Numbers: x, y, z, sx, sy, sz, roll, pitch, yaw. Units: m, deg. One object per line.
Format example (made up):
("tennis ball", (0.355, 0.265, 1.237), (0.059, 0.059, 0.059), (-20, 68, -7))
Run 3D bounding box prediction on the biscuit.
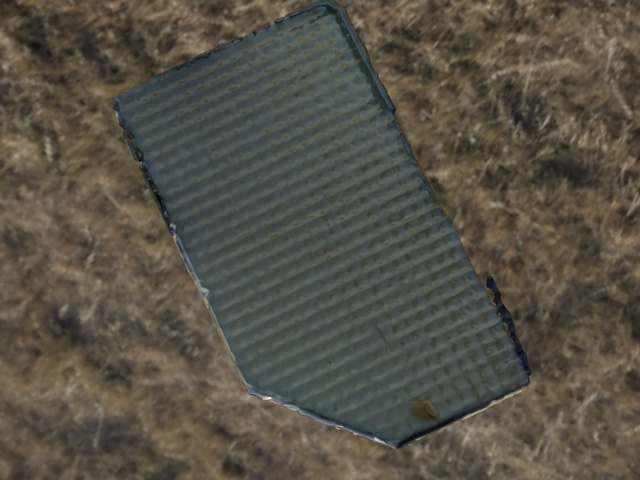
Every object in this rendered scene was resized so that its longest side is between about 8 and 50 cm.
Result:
("biscuit", (0.000, 0.000, 0.598), (0.150, 0.052, 0.252), (-27, 81, 0))
